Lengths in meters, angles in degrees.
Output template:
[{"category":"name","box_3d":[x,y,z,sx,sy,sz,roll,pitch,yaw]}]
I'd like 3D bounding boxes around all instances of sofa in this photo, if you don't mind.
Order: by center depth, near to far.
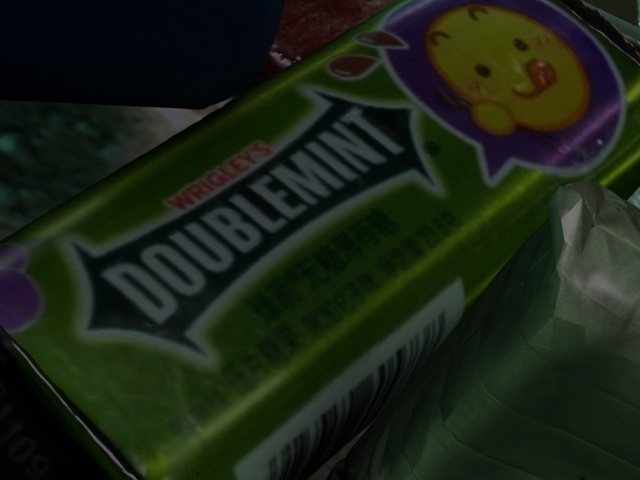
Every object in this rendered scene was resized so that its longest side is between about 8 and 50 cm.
[{"category":"sofa","box_3d":[0.091,0.130,0.543,0.210,0.225,0.176,34,37,-5]}]

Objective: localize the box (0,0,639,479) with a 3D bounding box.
[{"category":"box","box_3d":[0.000,0.000,0.677,0.134,0.097,0.345,43,47,13]}]

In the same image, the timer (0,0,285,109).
[{"category":"timer","box_3d":[-0.219,-0.165,0.616,0.384,0.270,0.270,-7,53,-15]}]

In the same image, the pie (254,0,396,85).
[{"category":"pie","box_3d":[0.003,-0.107,0.855,0.154,0.036,0.154,21,42,-20]}]

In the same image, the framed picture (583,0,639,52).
[{"category":"framed picture","box_3d":[0.113,-0.233,1.070,0.217,0.017,0.274,24,41,-12]}]
